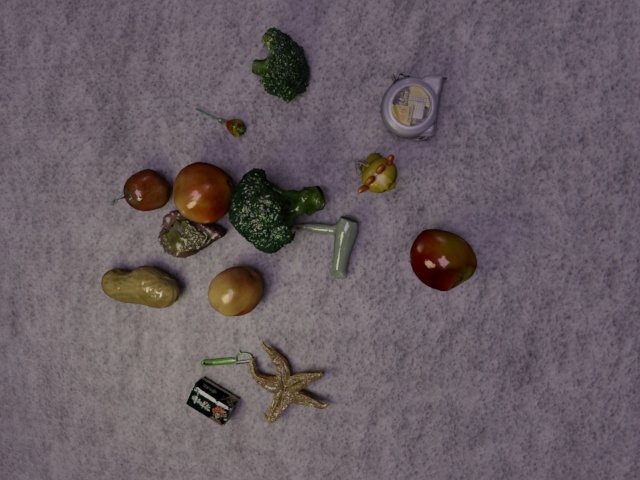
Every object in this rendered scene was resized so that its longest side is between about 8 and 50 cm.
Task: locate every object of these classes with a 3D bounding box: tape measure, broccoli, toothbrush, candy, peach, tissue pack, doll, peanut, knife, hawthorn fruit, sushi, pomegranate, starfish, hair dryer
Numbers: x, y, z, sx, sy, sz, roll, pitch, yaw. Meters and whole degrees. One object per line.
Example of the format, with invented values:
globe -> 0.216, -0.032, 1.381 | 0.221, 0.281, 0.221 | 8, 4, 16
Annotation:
tape measure -> 0.272, -0.405, 1.277 | 0.178, 0.105, 0.196 | 12, 101, 4
broccoli -> -0.145, -0.097, 1.353 | 0.297, 0.297, 0.297 | -13, 95, -20
toothbrush -> -0.727, -0.188, 1.572 | 0.167, 0.014, 0.011 | -42, 78, 14
candy -> -0.345, -0.412, 1.443 | 0.201, 0.060, 0.060 | 28, 103, 15
peach -> -0.284, 0.171, 1.439 | 0.184, 0.184, 0.184 | 2, 98, 13
tissue pack -> -0.398, 0.594, 1.564 | 0.170, 0.090, 0.103 | 28, 105, 8
doll -> 0.170, -0.204, 1.265 | 0.135, 0.221, 0.143 | 45, 108, 0
peanut -> -0.657, 0.161, 1.548 | 0.319, 0.147, 0.147 | 7, 99, 17
knife -> -0.349, 0.440, 1.571 | 0.212, 0.015, 0.054 | -10, 95, 14
peach -> 0.359, 0.052, 1.279 | 0.197, 0.197, 0.197 | 2, 98, 13
hawthorn fruit -> -0.624, -0.170, 1.476 | 0.149, 0.189, 0.149 | 33, 131, 47
sushi -> -0.459, -0.008, 1.492 | 0.241, 0.107, 0.161 | 23, 105, 9
pomegranate -> -0.386, -0.158, 1.402 | 0.209, 0.209, 0.209 | 2, 98, 13
broccoli -> -0.146, -0.547, 1.331 | 0.194, 0.194, 0.219 | -1, 121, 13
starfish -> -0.111, 0.508, 1.504 | 0.303, 0.060, 0.299 | 1, 93, 16
hair dryer -> 0.000, 0.000, 1.419 | 0.237, 0.075, 0.206 | 18, 108, 18
